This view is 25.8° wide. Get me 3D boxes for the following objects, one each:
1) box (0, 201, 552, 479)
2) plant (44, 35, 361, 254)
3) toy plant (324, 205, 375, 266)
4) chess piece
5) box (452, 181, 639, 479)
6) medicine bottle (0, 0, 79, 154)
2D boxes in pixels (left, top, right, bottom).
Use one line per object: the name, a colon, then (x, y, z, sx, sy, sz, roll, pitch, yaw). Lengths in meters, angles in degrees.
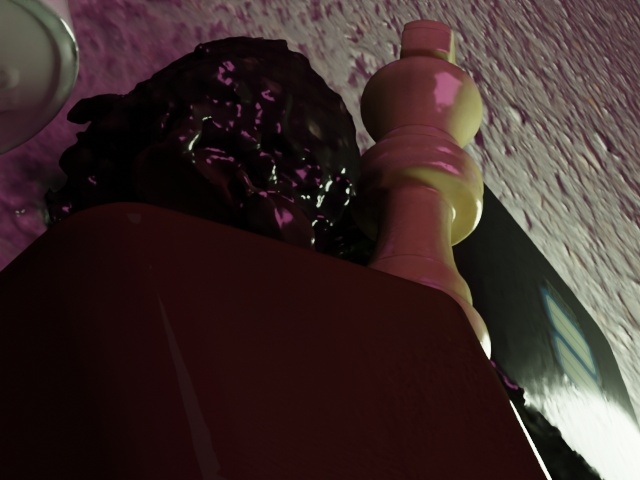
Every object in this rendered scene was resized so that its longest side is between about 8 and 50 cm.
box: (-0.043, 0.152, 0.751, 0.339, 0.239, 0.229, 18, 42, -47)
plant: (-0.078, -0.037, 0.970, 0.204, 0.178, 0.234, 51, 32, -13)
toy plant: (0.000, 0.000, 1.130, 0.093, 0.093, 0.162, -5, 60, -57)
chess piece: (0.071, -0.036, 1.070, 0.117, 0.117, 0.397, 37, 37, -27)
box: (0.183, 0.106, 1.220, 0.359, 0.091, 0.350, 48, 21, -33)
medicine bottle: (-0.278, -0.242, 0.863, 0.214, 0.213, 0.378, 18, 44, -47)
